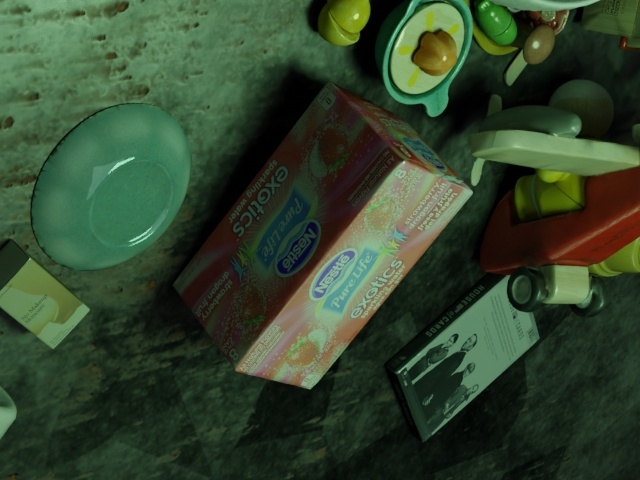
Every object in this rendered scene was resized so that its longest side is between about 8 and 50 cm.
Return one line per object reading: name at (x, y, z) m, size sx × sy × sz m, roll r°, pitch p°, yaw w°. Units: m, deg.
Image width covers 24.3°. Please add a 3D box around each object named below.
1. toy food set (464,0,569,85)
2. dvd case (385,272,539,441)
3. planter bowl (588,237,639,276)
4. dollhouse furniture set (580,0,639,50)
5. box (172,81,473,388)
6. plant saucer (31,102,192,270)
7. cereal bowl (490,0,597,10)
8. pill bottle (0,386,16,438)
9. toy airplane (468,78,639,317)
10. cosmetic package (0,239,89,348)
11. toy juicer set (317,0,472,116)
toy food set at (0.249, -0.274, 1.778) m, size 0.128 × 0.071 × 0.218 m, roll -49°, pitch 141°, yaw -5°
dvd case at (0.204, 0.156, 2.092) m, size 0.238 × 0.029 × 0.179 m, roll -40°, pitch 139°, yaw -16°
planter bowl at (0.468, -0.021, 2.173) m, size 0.217 × 0.090 × 0.217 m, roll -25°, pitch 133°, yaw -30°
dollhouse furniture set at (0.469, -0.297, 1.940) m, size 0.259 × 0.135 × 0.262 m, roll -4°, pitch 108°, yaw -49°
box at (0.000, 0.000, 1.635) m, size 0.300 × 0.154 × 0.142 m, roll -51°, pitch 143°, yaw 16°
plant saucer at (-0.203, -0.046, 1.529) m, size 0.195 × 0.037 × 0.195 m, roll -25°, pitch 133°, yaw -30°
cereal bowl at (0.202, -0.401, 1.535) m, size 0.339 × 0.141 × 0.339 m, roll -1°, pitch 92°, yaw -34°
pill bottle at (-0.413, 0.221, 1.446) m, size 0.229 × 0.131 × 0.131 m, roll -54°, pitch 141°, yaw 1°
toy airplane at (0.372, -0.099, 1.876) m, size 0.384 × 0.272 × 0.386 m, roll -16°, pitch 154°, yaw 2°
cosmetic package at (-0.293, 0.056, 1.511) m, size 0.060 × 0.041 × 0.115 m, roll -48°, pitch 141°, yaw -5°
toy juicer set at (0.088, -0.212, 1.651) m, size 0.209 × 0.089 × 0.329 m, roll -12°, pitch 126°, yaw -40°
